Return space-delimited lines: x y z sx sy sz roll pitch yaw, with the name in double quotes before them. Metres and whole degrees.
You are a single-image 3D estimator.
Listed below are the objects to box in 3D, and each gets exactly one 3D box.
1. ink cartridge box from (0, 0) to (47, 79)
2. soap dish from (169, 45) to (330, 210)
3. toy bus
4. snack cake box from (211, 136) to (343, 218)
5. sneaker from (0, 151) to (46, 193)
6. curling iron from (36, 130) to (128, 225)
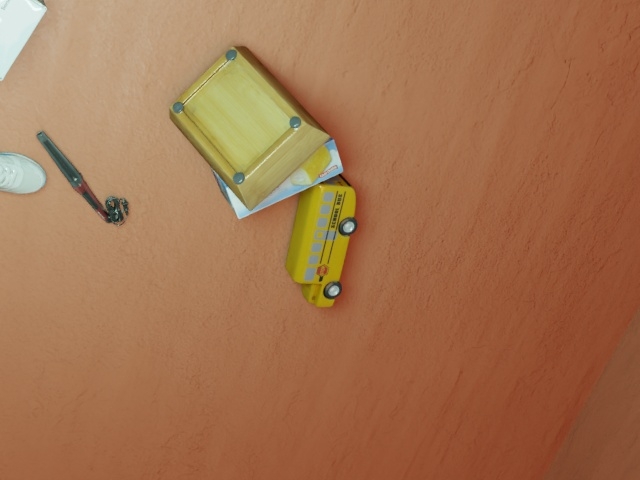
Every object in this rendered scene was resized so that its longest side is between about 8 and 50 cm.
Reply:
"ink cartridge box" -0.573 -0.398 1.362 0.093 0.212 0.154 29 102 -33
"soap dish" -0.159 -0.243 1.591 0.229 0.291 0.118 -43 163 3
"toy bus" 0.000 0.000 1.896 0.130 0.108 0.333 2 116 -24
"snack cake box" -0.101 -0.166 1.735 0.264 0.152 0.089 -26 125 -10
"sneaker" -0.668 -0.138 1.536 0.228 0.092 0.088 14 109 -31
"curling iron" -0.509 -0.133 1.644 0.068 0.035 0.274 -41 126 -3
